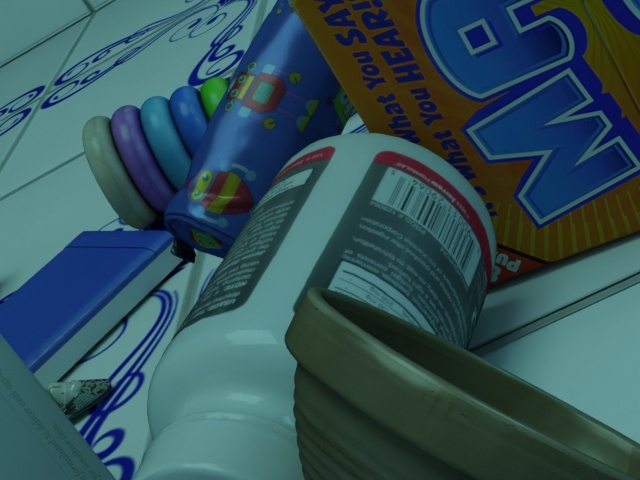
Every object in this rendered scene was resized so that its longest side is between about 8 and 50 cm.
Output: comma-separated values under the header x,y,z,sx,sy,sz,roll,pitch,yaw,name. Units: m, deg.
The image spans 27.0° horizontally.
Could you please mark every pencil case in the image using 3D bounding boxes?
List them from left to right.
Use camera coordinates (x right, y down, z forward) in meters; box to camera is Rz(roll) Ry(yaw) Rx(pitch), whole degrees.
x,y,z,sx,sy,sz,roll,pitch,yaw,name
-0.035,-0.110,1.262,0.119,0.133,0.306,18,73,28,pencil case

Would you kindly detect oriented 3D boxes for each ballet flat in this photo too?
x,y,z,sx,sy,sz,roll,pitch,yaw,name
-0.245,0.152,1.214,0.114,0.041,0.041,-34,22,-3,ballet flat

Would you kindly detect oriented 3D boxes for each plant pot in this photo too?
x,y,z,sx,sy,sz,roll,pitch,yaw,name
0.075,0.123,0.657,0.109,0.237,0.237,-64,24,3,plant pot

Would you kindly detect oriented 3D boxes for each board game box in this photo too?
x,y,z,sx,sy,sz,roll,pitch,yaw,name
0.202,-0.247,1.012,0.356,0.356,0.356,-23,24,24,board game box

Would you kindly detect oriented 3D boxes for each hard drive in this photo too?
x,y,z,sx,sy,sz,roll,pitch,yaw,name
-0.305,0.104,1.390,0.318,0.040,0.210,-46,26,-28,hard drive

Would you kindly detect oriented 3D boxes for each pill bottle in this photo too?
x,y,z,sx,sy,sz,roll,pitch,yaw,name
-0.003,0.081,0.855,0.176,0.176,0.318,-18,26,32,pill bottle

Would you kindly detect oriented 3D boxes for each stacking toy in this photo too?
x,y,z,sx,sy,sz,roll,pitch,yaw,name
-0.097,-0.143,1.509,0.330,0.141,0.141,-27,23,6,stacking toy

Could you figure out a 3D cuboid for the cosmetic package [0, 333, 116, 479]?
x,y,z,sx,sy,sz,roll,pitch,yaw,name
-0.343,0.186,1.072,0.365,0.197,0.155,-4,36,47,cosmetic package
